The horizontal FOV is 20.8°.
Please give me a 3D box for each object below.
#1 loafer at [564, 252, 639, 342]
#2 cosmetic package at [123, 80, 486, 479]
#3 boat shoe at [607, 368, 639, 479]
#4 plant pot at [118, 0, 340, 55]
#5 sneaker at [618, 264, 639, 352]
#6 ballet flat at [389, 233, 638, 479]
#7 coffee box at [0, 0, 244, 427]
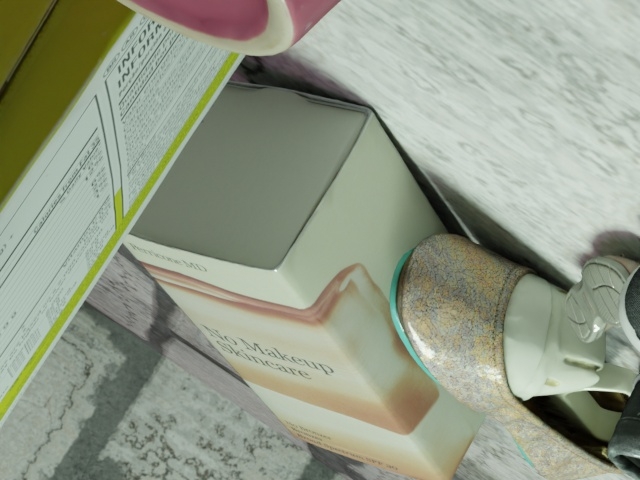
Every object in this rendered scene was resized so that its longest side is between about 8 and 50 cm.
[{"bbox_3d":[0.179,0.030,1.041,0.125,0.039,0.045,116,131,-75],"label":"loafer"},{"bbox_3d":[0.005,0.034,1.191,0.153,0.129,0.296,14,154,36],"label":"cosmetic package"},{"bbox_3d":[0.313,0.189,1.095,0.306,0.105,0.113,39,154,-13],"label":"boat shoe"},{"bbox_3d":[-0.011,-0.156,0.454,0.201,0.180,0.201,31,167,8],"label":"plant pot"},{"bbox_3d":[0.255,0.078,0.902,0.217,0.079,0.121,34,170,5],"label":"sneaker"},{"bbox_3d":[0.156,0.082,1.191,0.106,0.107,0.316,2,158,30],"label":"ballet flat"},{"bbox_3d":[-0.217,-0.126,0.728,0.337,0.338,0.334,32,168,1],"label":"coffee box"}]
